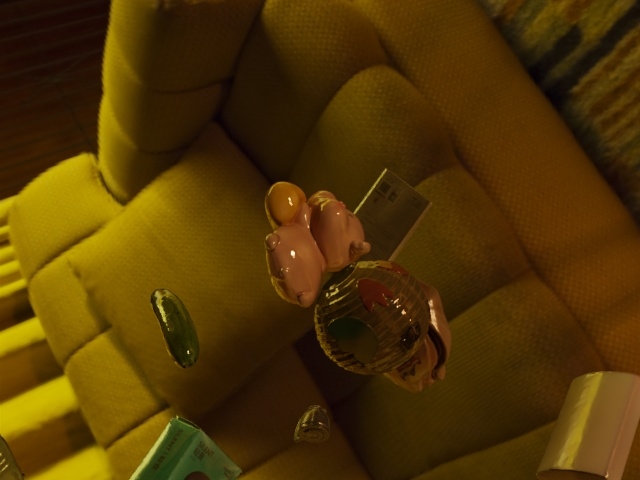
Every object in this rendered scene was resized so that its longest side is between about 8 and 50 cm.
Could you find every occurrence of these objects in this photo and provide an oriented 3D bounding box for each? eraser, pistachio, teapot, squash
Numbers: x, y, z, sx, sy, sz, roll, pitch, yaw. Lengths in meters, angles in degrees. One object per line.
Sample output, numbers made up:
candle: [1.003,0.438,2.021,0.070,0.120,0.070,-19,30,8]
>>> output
eraser: [0.588,0.413,1.647,0.174,0.270,0.095,-17,121,49]
pistachio: [0.280,0.301,2.508,0.365,0.281,0.446,35,148,53]
teapot: [-0.029,0.521,2.182,0.124,0.091,0.092,-12,131,21]
squash: [-0.353,0.202,1.852,0.292,0.082,0.082,-127,27,-50]

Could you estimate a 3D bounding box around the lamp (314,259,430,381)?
lamp: [0.120,0.182,1.594,0.284,0.250,0.250,55,154,-11]

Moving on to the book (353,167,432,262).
book: [0.164,-0.041,2.126,0.283,0.025,0.215,-54,48,10]

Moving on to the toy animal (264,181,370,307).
toy animal: [-0.005,-0.019,1.867,0.345,0.246,0.278,-74,-27,-69]

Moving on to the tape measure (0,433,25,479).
tape measure: [-0.484,0.316,1.068,0.154,0.087,0.178,21,134,25]

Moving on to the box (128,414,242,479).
box: [-0.347,0.603,1.789,0.118,0.311,0.205,10,143,39]
